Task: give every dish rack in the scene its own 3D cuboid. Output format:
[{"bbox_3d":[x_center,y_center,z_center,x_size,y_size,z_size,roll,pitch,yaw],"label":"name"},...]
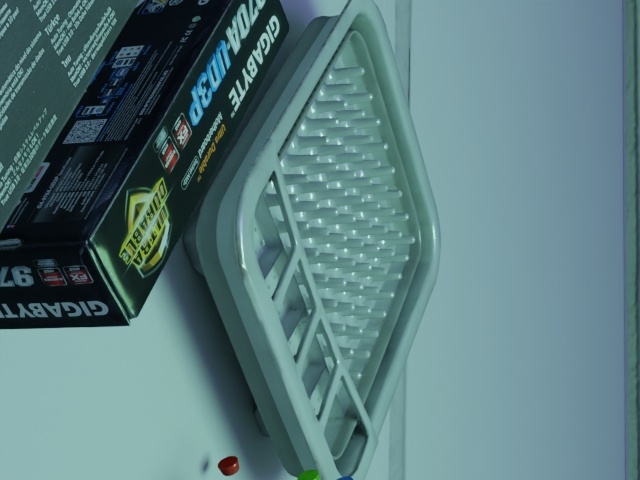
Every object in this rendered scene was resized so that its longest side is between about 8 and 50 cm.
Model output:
[{"bbox_3d":[0.000,0.000,1.091,0.333,0.072,0.286,-63,142,-47],"label":"dish rack"}]

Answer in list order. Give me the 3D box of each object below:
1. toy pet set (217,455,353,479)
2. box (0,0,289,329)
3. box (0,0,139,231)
[{"bbox_3d":[-0.044,0.205,0.926,0.114,0.122,0.065,-39,118,-37],"label":"toy pet set"},{"bbox_3d":[-0.130,-0.051,0.676,0.220,0.175,0.051,-68,145,-43],"label":"box"},{"bbox_3d":[-0.216,-0.001,0.402,0.307,0.242,0.077,-68,147,-41],"label":"box"}]
